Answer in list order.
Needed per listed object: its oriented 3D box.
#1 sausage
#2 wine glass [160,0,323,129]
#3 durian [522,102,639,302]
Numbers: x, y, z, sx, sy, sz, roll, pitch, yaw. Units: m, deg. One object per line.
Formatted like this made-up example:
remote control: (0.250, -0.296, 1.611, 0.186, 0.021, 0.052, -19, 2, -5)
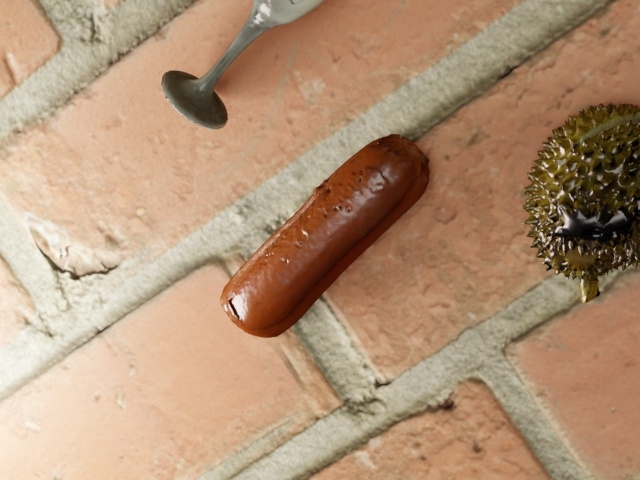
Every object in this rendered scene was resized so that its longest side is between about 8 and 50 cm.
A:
sausage: (0.000, 0.000, 2.061, 0.102, 0.102, 0.330, 46, 111, 4)
wine glass: (-0.129, -0.303, 1.960, 0.264, 0.096, 0.309, 27, 122, -26)
durian: (0.315, -0.035, 1.929, 0.193, 0.138, 0.237, 8, 104, 16)
